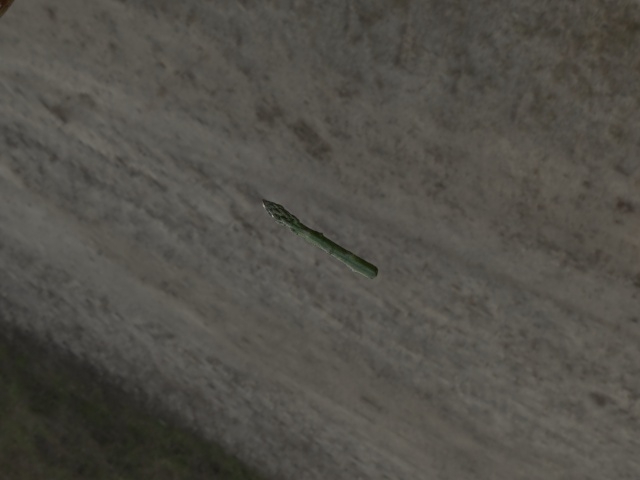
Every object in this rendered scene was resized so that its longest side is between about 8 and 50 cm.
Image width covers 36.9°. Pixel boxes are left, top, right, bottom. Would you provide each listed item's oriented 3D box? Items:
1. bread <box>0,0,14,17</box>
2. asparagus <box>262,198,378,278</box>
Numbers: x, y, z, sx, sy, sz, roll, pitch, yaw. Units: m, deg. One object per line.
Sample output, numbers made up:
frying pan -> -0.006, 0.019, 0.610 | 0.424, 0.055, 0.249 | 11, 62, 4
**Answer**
bread -> -0.362, -0.252, 0.793 | 0.324, 0.277, 0.167 | -44, 93, 13
asparagus -> 0.000, 0.000, 0.756 | 0.114, 0.014, 0.015 | 33, 179, -26
